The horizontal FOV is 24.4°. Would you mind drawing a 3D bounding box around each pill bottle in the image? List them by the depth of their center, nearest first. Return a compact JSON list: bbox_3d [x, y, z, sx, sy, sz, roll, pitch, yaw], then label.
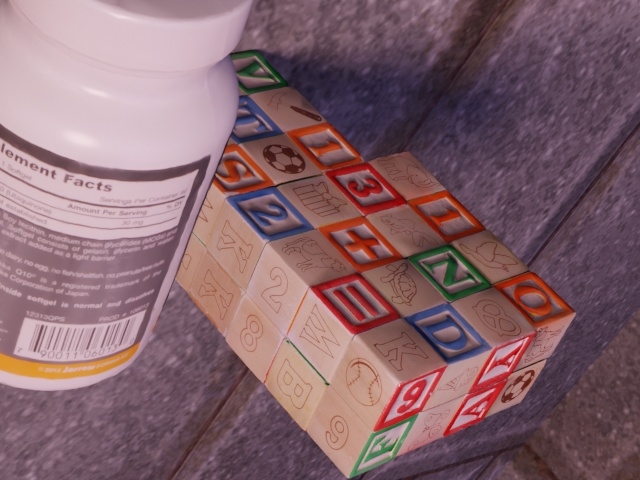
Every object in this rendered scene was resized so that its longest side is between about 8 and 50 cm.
[{"bbox_3d":[-0.140,-0.056,0.858,0.162,0.162,0.278,-18,145,-40],"label":"pill bottle"}]

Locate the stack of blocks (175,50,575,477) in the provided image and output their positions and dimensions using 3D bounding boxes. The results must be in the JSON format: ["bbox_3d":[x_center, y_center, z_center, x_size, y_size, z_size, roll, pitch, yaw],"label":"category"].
[{"bbox_3d":[0.000,0.000,0.980,0.171,0.297,0.087,-17,143,-42],"label":"stack of blocks"}]
